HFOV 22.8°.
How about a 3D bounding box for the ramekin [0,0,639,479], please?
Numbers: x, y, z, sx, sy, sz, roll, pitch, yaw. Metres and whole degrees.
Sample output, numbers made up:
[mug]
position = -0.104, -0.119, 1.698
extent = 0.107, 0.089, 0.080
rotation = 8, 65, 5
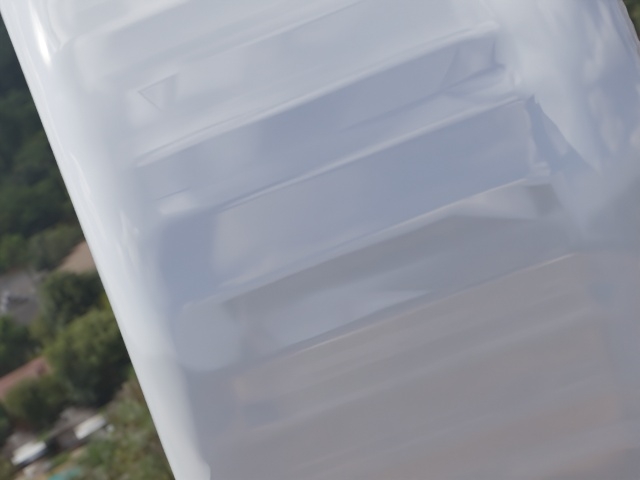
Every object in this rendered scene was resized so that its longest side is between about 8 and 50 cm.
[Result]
[ramekin]
position = 0.000, 0.000, 0.484
extent = 0.135, 0.277, 0.277
rotation = -20, 12, -7
